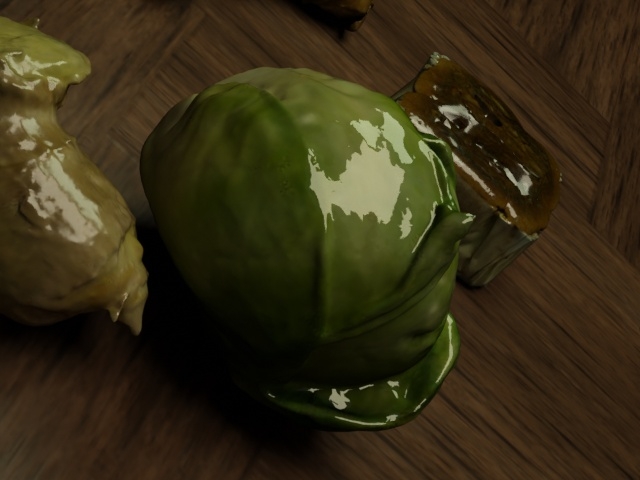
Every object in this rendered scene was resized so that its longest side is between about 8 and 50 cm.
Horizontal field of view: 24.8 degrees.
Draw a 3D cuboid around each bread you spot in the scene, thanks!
[{"bbox_3d":[0.146,-0.078,1.487,0.210,0.110,0.192,45,33,-7],"label":"bread"}]

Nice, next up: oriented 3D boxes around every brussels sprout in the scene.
[{"bbox_3d":[-0.002,0.002,1.114,0.227,0.259,0.294,-31,73,-23],"label":"brussels sprout"}]

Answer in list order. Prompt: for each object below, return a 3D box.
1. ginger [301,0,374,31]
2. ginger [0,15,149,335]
[{"bbox_3d":[-0.055,-0.298,1.479,0.309,0.107,0.133,7,77,-47],"label":"ginger"},{"bbox_3d":[-0.215,-0.041,1.019,0.138,0.152,0.267,-61,128,-81],"label":"ginger"}]
